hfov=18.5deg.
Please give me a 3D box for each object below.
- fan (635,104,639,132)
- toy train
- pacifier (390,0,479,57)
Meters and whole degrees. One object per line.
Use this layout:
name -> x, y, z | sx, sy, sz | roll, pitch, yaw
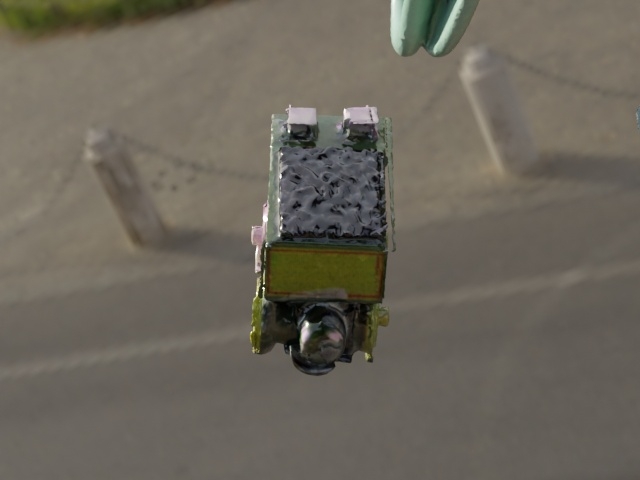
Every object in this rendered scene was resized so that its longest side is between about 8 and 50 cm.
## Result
fan -> 0.302, -0.104, 1.495 | 0.131, 0.009, 0.240 | -3, 72, 24
toy train -> 0.000, 0.000, 1.851 | 0.134, 0.177, 0.261 | 2, 39, -1
pacifier -> 0.170, -0.285, 1.680 | 0.269, 0.288, 0.343 | 15, 47, -8
